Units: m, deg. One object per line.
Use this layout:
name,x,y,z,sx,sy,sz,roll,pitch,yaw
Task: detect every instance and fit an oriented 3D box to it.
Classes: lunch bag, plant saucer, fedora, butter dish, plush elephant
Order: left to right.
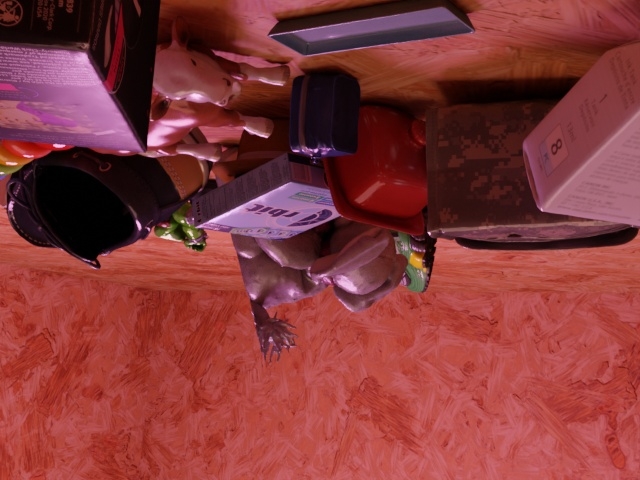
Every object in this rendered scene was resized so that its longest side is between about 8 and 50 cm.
fedora,-0.048,-0.114,1.385,0.194,0.079,0.194,3,171,0
plush elephant,0.000,0.000,1.606,0.255,0.330,0.272,-14,164,0
lunch bag,0.001,-0.135,1.160,0.065,0.098,0.067,3,177,30
plant saucer,0.045,-0.200,0.974,0.192,0.018,0.067,0,171,34
butter dish,0.088,-0.105,1.259,0.160,0.160,0.118,13,145,-41
lunch bag,0.263,-0.073,1.238,0.235,0.169,0.287,-2,178,18

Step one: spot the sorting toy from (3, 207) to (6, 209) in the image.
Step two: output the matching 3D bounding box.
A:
sorting toy,-0.650,-0.076,2.098,0.102,0.042,0.061,6,172,-6

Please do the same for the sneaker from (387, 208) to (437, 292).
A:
sneaker,0.152,0.007,2.033,0.146,0.134,0.343,10,164,11

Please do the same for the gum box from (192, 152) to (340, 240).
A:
gum box,-0.046,-0.051,1.330,0.184,0.041,0.157,-21,159,41

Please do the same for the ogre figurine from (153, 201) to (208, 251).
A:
ogre figurine,-0.274,-0.058,1.784,0.097,0.197,0.118,-34,174,-25

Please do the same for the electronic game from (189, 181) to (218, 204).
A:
electronic game,-0.194,-0.065,1.905,0.229,0.048,0.229,10,165,3

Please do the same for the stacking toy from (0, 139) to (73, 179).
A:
stacking toy,-0.411,-0.136,1.315,0.330,0.141,0.141,-10,164,41

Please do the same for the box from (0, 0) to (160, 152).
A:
box,-0.203,-0.176,0.757,0.143,0.165,0.270,5,172,-1

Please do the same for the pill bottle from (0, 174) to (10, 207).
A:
pill bottle,-0.433,-0.081,1.727,0.180,0.108,0.108,11,170,-36

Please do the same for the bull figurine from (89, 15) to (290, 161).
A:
bull figurine,-0.153,-0.151,1.122,0.188,0.101,0.310,9,170,-38

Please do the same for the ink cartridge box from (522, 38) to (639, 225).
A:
ink cartridge box,0.407,-0.139,0.897,0.308,0.091,0.385,8,145,-22

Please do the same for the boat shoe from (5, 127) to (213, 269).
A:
boat shoe,-0.338,-0.060,1.454,0.500,0.156,0.187,-12,122,51

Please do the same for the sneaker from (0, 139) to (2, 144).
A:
sneaker,-0.511,-0.143,1.261,0.282,0.099,0.153,-8,-148,5
